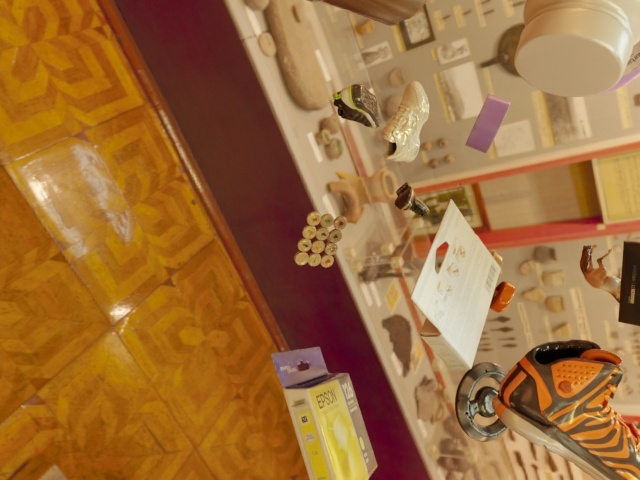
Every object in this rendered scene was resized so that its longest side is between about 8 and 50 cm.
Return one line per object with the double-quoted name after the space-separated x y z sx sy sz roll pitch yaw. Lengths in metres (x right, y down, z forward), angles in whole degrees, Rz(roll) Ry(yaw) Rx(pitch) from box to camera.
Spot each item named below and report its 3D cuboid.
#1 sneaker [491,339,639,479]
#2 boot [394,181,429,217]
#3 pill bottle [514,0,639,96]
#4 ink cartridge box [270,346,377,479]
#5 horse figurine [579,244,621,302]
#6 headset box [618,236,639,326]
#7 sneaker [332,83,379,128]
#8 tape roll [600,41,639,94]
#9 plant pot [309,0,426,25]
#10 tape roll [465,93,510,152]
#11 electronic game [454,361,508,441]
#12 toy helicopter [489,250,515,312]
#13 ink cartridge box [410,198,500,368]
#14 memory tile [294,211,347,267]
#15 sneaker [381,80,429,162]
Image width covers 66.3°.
0.459 0.278 0.782 0.180 0.321 0.124 -64 179 13 "sneaker"
0.329 -0.119 1.690 0.137 0.077 0.198 45 26 -10 "boot"
0.375 -0.352 0.663 0.160 0.160 0.283 33 77 -48 "pill bottle"
0.021 0.375 1.054 0.303 0.072 0.307 25 46 -70 "ink cartridge box"
0.975 0.120 1.650 0.174 0.263 0.066 -60 177 -13 "horse figurine"
0.991 0.111 1.429 0.283 0.131 0.246 -7 101 -37 "headset box"
0.097 -0.371 1.358 0.235 0.097 0.084 21 65 -66 "sneaker"
0.676 -0.459 1.083 0.275 0.275 0.090 21 38 -53 "tape roll"
0.047 -0.348 0.589 0.165 0.167 0.166 7 76 -37 "plant pot"
0.577 -0.404 1.696 0.189 0.080 0.189 -61 168 -23 "tape roll"
0.491 0.475 1.445 0.229 0.048 0.229 2 86 -24 "electronic game"
0.404 0.167 1.401 0.140 0.355 0.235 29 36 4 "toy helicopter"
0.276 0.091 1.039 0.239 0.060 0.275 47 54 -25 "ink cartridge box"
0.000 0.000 1.246 0.113 0.012 0.148 9 111 -25 "memory tile"
0.310 -0.433 1.815 0.152 0.114 0.305 -8 117 -28 "sneaker"
